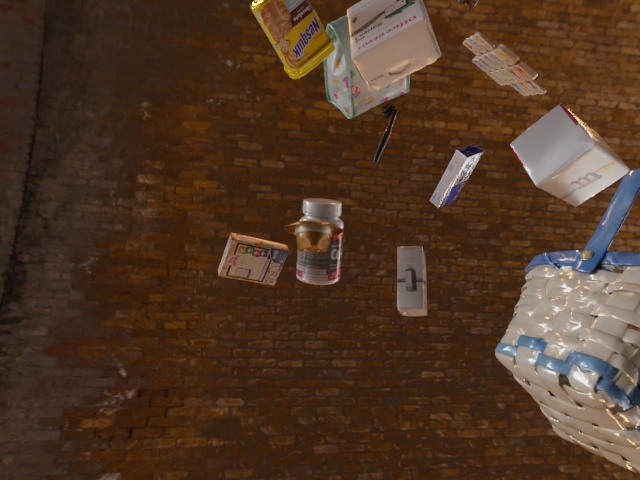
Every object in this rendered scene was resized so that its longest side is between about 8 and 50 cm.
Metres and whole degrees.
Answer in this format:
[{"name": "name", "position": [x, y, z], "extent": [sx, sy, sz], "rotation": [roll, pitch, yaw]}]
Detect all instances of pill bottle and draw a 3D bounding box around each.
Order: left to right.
[{"name": "pill bottle", "position": [0.000, 0.000, 1.444], "extent": [0.161, 0.161, 0.284], "rotation": [1, -77, -13]}]

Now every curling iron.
[{"name": "curling iron", "position": [0.255, -0.433, 1.657], "extent": [0.068, 0.035, 0.274], "rotation": [16, -102, -1]}]

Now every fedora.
[{"name": "fedora", "position": [-0.022, -0.005, 1.254], "extent": [0.194, 0.194, 0.079], "rotation": [5, -102, -12]}]

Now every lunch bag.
[{"name": "lunch bag", "position": [0.125, -0.513, 1.134], "extent": [0.223, 0.262, 0.160], "rotation": [-29, -129, -13]}]

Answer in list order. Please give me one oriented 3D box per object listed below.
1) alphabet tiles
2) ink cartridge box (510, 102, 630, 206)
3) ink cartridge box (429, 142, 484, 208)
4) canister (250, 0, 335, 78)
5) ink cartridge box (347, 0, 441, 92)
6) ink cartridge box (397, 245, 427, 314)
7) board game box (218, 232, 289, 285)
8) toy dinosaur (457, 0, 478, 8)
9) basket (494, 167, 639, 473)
[{"name": "alphabet tiles", "position": [0.568, -0.542, 1.278], "extent": [0.278, 0.284, 0.021], "rotation": [37, -73, -8]}, {"name": "ink cartridge box", "position": [0.525, -0.174, 0.862], "extent": [0.176, 0.127, 0.128], "rotation": [14, -133, -35]}, {"name": "ink cartridge box", "position": [0.436, -0.205, 1.312], "extent": [0.097, 0.207, 0.046], "rotation": [-23, -123, -34]}, {"name": "canister", "position": [-0.059, -0.466, 0.895], "extent": [0.126, 0.170, 0.073], "rotation": [-40, -139, -2]}, {"name": "ink cartridge box", "position": [0.147, -0.439, 0.859], "extent": [0.160, 0.092, 0.220], "rotation": [-21, -132, 24]}, {"name": "ink cartridge box", "position": [0.321, 0.145, 1.423], "extent": [0.092, 0.158, 0.218], "rotation": [-1, -109, 19]}, {"name": "board game box", "position": [-0.219, 0.065, 1.330], "extent": [0.193, 0.147, 0.045], "rotation": [14, -154, -25]}, {"name": "toy dinosaur", "position": [0.427, -0.843, 1.148], "extent": [0.200, 0.296, 0.127], "rotation": [11, -120, -5]}, {"name": "basket", "position": [0.366, 0.096, 0.471], "extent": [0.255, 0.201, 0.289], "rotation": [46, -110, -18]}]
